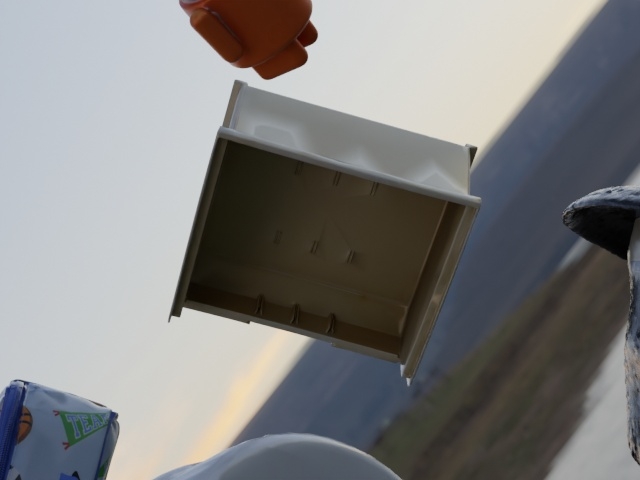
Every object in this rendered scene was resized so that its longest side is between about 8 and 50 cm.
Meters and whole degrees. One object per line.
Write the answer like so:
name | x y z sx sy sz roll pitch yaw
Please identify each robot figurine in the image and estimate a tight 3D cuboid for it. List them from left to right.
robot figurine | -0.096 -0.291 2.108 0.158 0.219 0.128 -46 28 -8

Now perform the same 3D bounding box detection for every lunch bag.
lunch bag | -0.253 0.249 1.518 0.303 0.115 0.243 137 147 -76

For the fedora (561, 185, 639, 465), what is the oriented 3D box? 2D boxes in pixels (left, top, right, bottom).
fedora | 0.264 0.082 0.960 0.334 0.334 0.152 57 -129 -84

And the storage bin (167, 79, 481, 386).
storage bin | 0.000 0.000 1.836 0.123 0.262 0.260 -82 8 -56

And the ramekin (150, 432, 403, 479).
ramekin | -0.028 0.276 1.327 0.277 0.277 0.135 -46 4 -39
